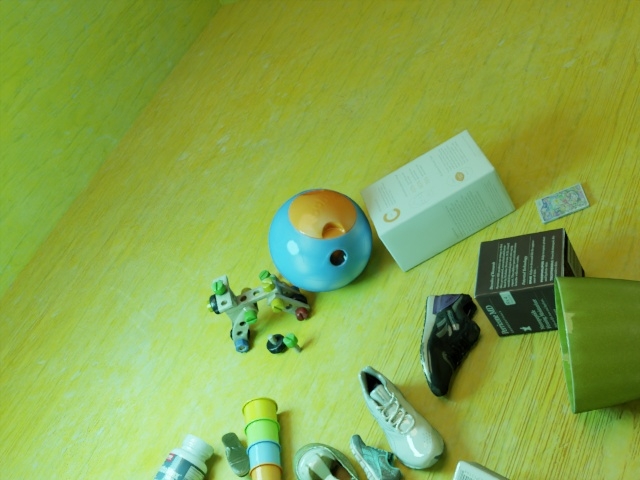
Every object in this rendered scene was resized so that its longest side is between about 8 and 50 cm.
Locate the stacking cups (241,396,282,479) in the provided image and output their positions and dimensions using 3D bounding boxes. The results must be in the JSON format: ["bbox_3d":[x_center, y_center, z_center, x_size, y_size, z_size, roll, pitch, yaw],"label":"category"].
[{"bbox_3d":[-0.138,0.527,1.931,0.096,0.096,0.316,-27,38,14],"label":"stacking cups"}]

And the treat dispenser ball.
[{"bbox_3d":[0.000,0.000,2.220,0.288,0.288,0.288,-22,40,19],"label":"treat dispenser ball"}]

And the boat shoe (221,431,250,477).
[{"bbox_3d":[-0.207,0.543,2.012,0.056,0.049,0.152,-21,32,-9],"label":"boat shoe"}]

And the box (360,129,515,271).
[{"bbox_3d":[0.313,-0.108,2.182,0.345,0.168,0.215,-30,38,9],"label":"box"}]

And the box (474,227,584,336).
[{"bbox_3d":[0.481,0.098,1.830,0.203,0.168,0.167,-12,45,30],"label":"box"}]

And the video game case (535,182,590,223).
[{"bbox_3d":[0.619,-0.094,2.053,0.122,0.011,0.087,-23,40,18],"label":"video game case"}]

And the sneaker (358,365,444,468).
[{"bbox_3d":[0.165,0.397,1.802,0.111,0.129,0.297,-40,38,-6],"label":"sneaker"}]

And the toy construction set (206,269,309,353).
[{"bbox_3d":[-0.180,0.141,2.256,0.258,0.237,0.308,-12,44,30],"label":"toy construction set"}]

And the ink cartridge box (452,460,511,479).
[{"bbox_3d":[0.348,0.594,1.502,0.296,0.066,0.261,18,88,47],"label":"ink cartridge box"}]

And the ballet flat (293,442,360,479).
[{"bbox_3d":[0.026,0.537,1.777,0.123,0.123,0.348,-44,37,-8],"label":"ballet flat"}]

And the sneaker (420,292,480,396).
[{"bbox_3d":[0.310,0.232,1.885,0.124,0.107,0.283,-10,44,22],"label":"sneaker"}]

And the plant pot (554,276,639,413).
[{"bbox_3d":[0.629,0.192,1.574,0.294,0.274,0.274,-7,45,13],"label":"plant pot"}]

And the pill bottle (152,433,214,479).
[{"bbox_3d":[-0.351,0.589,2.030,0.108,0.108,0.180,5,53,42],"label":"pill bottle"}]

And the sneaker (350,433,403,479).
[{"bbox_3d":[0.128,0.491,1.792,0.076,0.065,0.166,-37,46,-2],"label":"sneaker"}]
